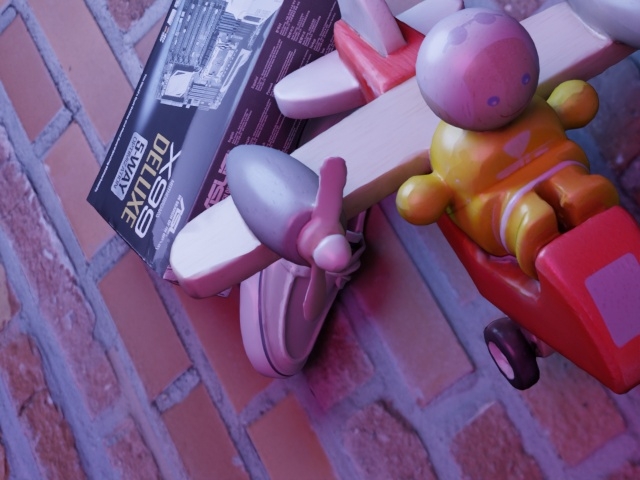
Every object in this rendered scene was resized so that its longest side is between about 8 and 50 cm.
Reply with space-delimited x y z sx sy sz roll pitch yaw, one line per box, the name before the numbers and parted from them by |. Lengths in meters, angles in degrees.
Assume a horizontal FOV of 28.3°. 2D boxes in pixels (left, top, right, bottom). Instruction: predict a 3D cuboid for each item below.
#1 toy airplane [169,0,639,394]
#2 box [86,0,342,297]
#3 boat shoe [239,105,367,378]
toy airplane | 0.110 -0.099 0.980 0.384 0.272 0.386 11 65 12
box | -0.103 -0.128 1.227 0.242 0.076 0.308 38 105 58
boat shoe | 0.000 0.000 1.180 0.088 0.096 0.268 7 78 40
